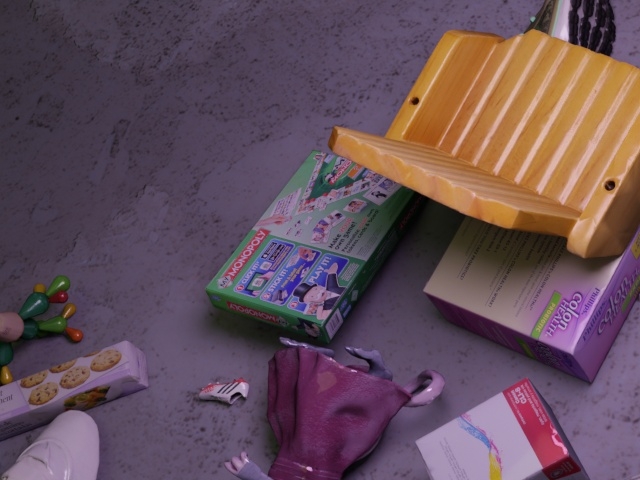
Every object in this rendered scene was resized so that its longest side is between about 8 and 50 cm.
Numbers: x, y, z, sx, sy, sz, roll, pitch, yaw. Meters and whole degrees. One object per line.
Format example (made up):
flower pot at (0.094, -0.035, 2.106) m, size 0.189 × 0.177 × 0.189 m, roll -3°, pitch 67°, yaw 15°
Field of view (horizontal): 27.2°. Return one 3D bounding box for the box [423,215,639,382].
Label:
box at (0.308, 0.044, 1.839) m, size 0.243 × 0.117 × 0.213 m, roll 22°, pitch 76°, yaw 34°

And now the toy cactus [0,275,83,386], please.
toy cactus at (-0.484, 0.152, 2.142) m, size 0.219 × 0.180 × 0.112 m, roll -45°, pitch 74°, yaw 5°

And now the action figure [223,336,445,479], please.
action figure at (-0.016, 0.329, 1.848) m, size 0.276 × 0.248 × 0.370 m, roll 14°, pitch 80°, yaw -11°

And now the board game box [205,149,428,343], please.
board game box at (0.000, 0.000, 1.997) m, size 0.213 × 0.046 × 0.317 m, roll 15°, pitch 53°, yaw 32°

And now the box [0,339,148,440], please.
box at (-0.431, 0.249, 2.126) m, size 0.324 × 0.063 × 0.067 m, roll -20°, pitch 57°, yaw 16°

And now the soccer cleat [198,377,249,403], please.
soccer cleat at (-0.148, 0.235, 2.016) m, size 0.083 × 0.029 × 0.035 m, roll -15°, pitch 55°, yaw 14°

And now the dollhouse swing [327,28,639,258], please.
dollhouse swing at (0.238, -0.163, 1.712) m, size 0.347 × 0.305 × 0.315 m, roll 28°, pitch 88°, yaw 35°

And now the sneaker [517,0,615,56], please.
sneaker at (0.314, -0.263, 1.987) m, size 0.182 × 0.158 × 0.410 m, roll 4°, pitch 64°, yaw 37°

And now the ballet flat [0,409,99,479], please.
ballet flat at (-0.445, 0.427, 1.974) m, size 0.139 × 0.139 × 0.400 m, roll 8°, pitch 65°, yaw 29°

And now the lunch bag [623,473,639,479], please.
lunch bag at (0.396, 0.384, 1.502) m, size 0.256 × 0.305 × 0.212 m, roll -35°, pitch 55°, yaw 7°

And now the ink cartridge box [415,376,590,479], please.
ink cartridge box at (0.239, 0.292, 1.735) m, size 0.176 × 0.128 × 0.127 m, roll -31°, pitch 55°, yaw 8°
